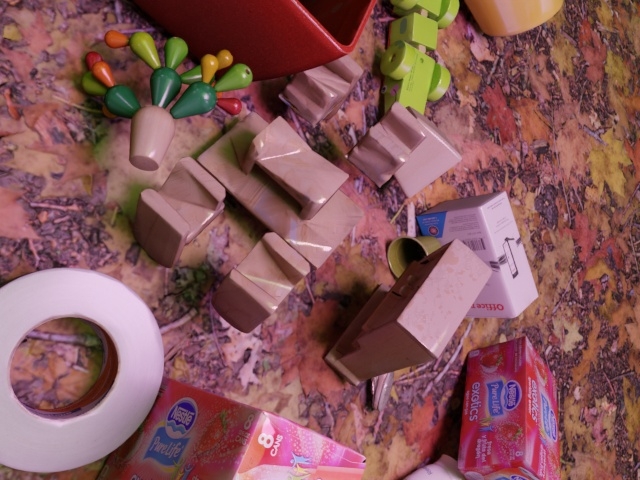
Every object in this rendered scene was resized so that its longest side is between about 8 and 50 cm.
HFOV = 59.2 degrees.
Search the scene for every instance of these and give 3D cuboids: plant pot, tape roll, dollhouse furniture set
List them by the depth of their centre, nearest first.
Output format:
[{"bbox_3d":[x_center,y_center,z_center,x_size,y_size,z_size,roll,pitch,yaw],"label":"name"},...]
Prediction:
[{"bbox_3d":[-0.295,0.141,0.640,0.219,0.072,0.220,3,85,-35],"label":"tape roll"},{"bbox_3d":[-0.088,-0.361,0.720,0.267,0.235,0.267,38,58,-26],"label":"plant pot"},{"bbox_3d":[0.000,0.000,0.816,0.394,0.256,0.362,42,61,-1],"label":"dollhouse furniture set"},{"bbox_3d":[0.150,-0.155,0.929,0.109,0.109,0.096,-37,117,16],"label":"plant pot"},{"bbox_3d":[0.172,0.024,0.981,0.079,0.083,0.084,-19,97,-48],"label":"plant pot"},{"bbox_3d":[0.352,-0.537,1.066,0.254,0.253,0.239,-55,131,-25],"label":"plant pot"}]

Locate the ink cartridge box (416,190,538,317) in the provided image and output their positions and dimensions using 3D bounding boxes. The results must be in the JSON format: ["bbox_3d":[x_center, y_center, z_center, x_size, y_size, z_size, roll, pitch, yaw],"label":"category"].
[{"bbox_3d":[0.278,0.029,1.005,0.085,0.148,0.203,-28,103,-35],"label":"ink cartridge box"}]

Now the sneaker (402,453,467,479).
[{"bbox_3d":[0.194,0.520,0.944,0.129,0.111,0.298,-4,81,-24],"label":"sneaker"}]

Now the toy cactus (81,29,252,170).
[{"bbox_3d":[-0.193,-0.164,0.677,0.218,0.112,0.181,6,65,0],"label":"toy cactus"}]

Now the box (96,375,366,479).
[{"bbox_3d":[-0.112,0.255,0.618,0.142,0.299,0.154,36,67,-27],"label":"box"}]

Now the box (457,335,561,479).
[{"bbox_3d":[0.331,0.311,0.981,0.128,0.122,0.257,50,37,-21],"label":"box"}]

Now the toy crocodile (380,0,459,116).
[{"bbox_3d":[0.163,-0.354,0.998,0.115,0.105,0.341,12,83,-34],"label":"toy crocodile"}]

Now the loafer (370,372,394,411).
[{"bbox_3d":[0.102,0.218,0.937,0.045,0.039,0.125,43,61,-62],"label":"loafer"}]
